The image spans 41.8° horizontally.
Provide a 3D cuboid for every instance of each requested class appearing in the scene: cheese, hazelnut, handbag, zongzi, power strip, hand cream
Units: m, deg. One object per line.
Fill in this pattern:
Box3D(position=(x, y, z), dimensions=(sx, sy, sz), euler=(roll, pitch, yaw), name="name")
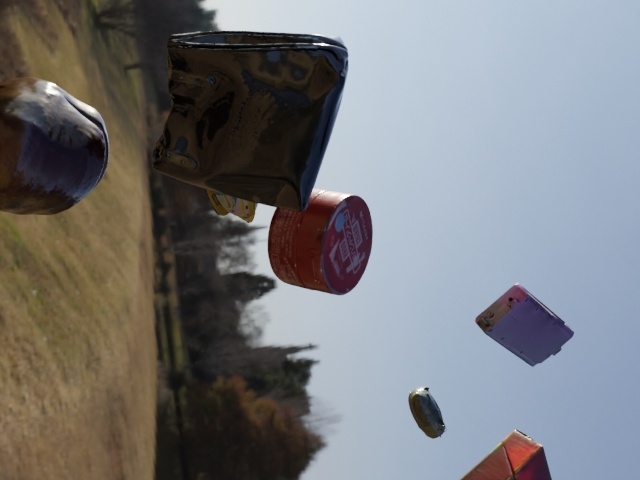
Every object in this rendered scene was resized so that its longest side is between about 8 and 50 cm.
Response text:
Box3D(position=(-0.197, -0.102, 1.800), dimensions=(0.156, 0.064, 0.250), euler=(63, -25, -3), name="cheese")
Box3D(position=(-0.444, -0.137, 1.281), dimensions=(0.251, 0.217, 0.217), euler=(-50, 133, -75), name="hazelnut")
Box3D(position=(-0.129, -0.206, 1.403), dimensions=(0.152, 0.288, 0.342), euler=(-99, -158, -48), name="handbag")
Box3D(position=(0.211, 0.346, 1.649), dimensions=(0.109, 0.055, 0.119), euler=(64, 3, 6), name="zongzi")
Box3D(position=(0.392, 0.166, 1.587), dimensions=(0.279, 0.109, 0.037), euler=(33, 18, -49), name="power strip")
Box3D(position=(0.000, 0.000, 1.802), dimensions=(0.230, 0.149, 0.230), euler=(-21, 115, -57), name="hand cream")

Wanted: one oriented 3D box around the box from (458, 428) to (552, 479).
Box3D(position=(0.356, 0.576, 1.783), dimensions=(0.089, 0.313, 0.197), euler=(30, -29, 50), name="box")
